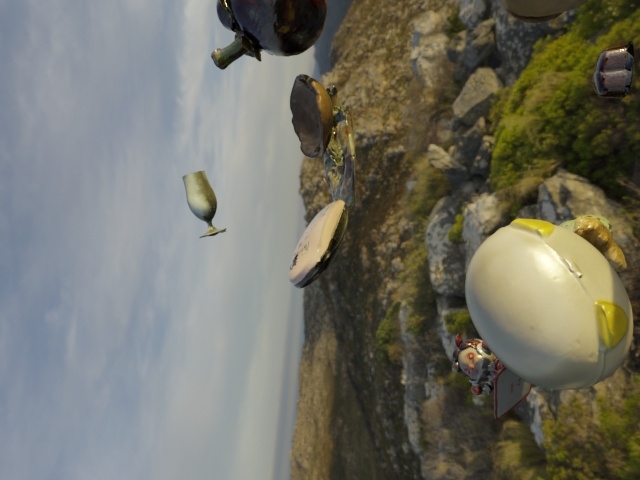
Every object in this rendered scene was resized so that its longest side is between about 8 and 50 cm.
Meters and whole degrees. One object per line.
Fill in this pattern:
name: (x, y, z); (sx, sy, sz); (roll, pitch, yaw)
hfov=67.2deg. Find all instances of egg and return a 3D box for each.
egg: (0.908, 0.003, 1.682); (0.228, 0.177, 0.177); (-44, 10, 8)

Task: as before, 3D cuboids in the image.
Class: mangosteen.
mangosteen: (-0.123, -0.488, 1.069); (0.289, 0.231, 0.231); (-45, 21, 24)

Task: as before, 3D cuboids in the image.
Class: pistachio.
pistachio: (0.487, -0.584, 1.056); (0.166, 0.287, 0.198); (-150, 65, -70)

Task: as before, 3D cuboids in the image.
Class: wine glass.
wine glass: (-0.397, -0.122, 1.645); (0.103, 0.103, 0.222); (-119, 12, -86)

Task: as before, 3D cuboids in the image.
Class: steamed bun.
steamed bun: (0.491, 0.138, 1.061); (0.334, 0.333, 0.374); (98, 149, -55)

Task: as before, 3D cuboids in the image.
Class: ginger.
ginger: (0.717, -0.003, 1.261); (0.081, 0.205, 0.115); (-34, 25, 33)

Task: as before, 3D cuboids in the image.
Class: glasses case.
glasses case: (0.000, 0.000, 1.088); (0.122, 0.075, 0.314); (-44, 11, 27)

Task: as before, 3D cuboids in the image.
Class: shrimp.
shrimp: (0.056, -0.252, 1.325); (0.247, 0.085, 0.361); (173, 91, -79)

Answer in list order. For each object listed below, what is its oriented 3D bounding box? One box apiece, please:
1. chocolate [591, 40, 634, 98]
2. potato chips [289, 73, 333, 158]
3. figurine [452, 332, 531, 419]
chocolate: (0.798, -0.468, 1.335); (0.125, 0.080, 0.149); (-41, -48, -77)
potato chips: (-0.013, -0.293, 1.148); (0.195, 0.061, 0.208); (47, 150, 49)
figurine: (0.475, 0.359, 1.409); (0.226, 0.160, 0.184); (32, 140, 51)
